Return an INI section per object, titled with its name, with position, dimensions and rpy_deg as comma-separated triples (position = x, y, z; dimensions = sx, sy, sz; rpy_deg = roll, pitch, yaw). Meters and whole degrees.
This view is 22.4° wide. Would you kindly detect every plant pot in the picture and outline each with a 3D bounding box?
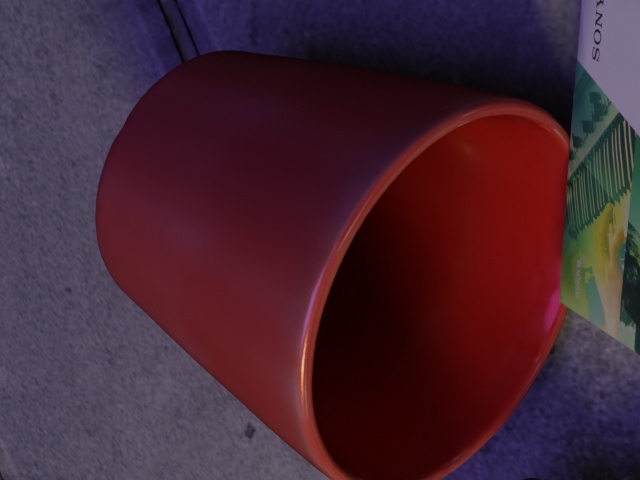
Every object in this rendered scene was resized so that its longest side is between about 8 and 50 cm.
[plant pot]
position = 0.000, 0.000, 1.073
dimensions = 0.243, 0.275, 0.274
rpy_deg = 25, 124, 38

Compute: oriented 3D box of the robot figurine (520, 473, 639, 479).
[robot figurine]
position = 0.185, 0.337, 1.108
dimensions = 0.300, 0.200, 0.353
rpy_deg = 0, 112, 6

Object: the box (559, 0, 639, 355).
[box]
position = 0.254, -0.009, 0.908
dimensions = 0.322, 0.058, 0.232
rpy_deg = 39, 134, 54
